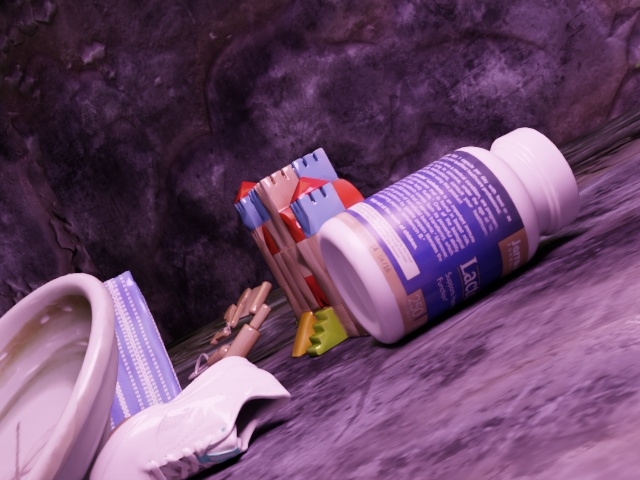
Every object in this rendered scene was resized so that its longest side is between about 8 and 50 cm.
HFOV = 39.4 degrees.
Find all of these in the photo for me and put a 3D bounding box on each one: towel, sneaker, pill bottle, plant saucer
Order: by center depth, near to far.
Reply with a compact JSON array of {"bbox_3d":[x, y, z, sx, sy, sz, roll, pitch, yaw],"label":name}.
[{"bbox_3d":[-0.119,0.190,0.837,0.094,0.080,0.212,19,48,43],"label":"sneaker"},{"bbox_3d":[-0.318,0.222,0.903,0.400,0.100,0.400,-34,32,25],"label":"plant saucer"},{"bbox_3d":[0.144,-0.012,0.992,0.265,0.153,0.153,-30,1,-12],"label":"pill bottle"},{"bbox_3d":[-0.350,0.187,1.084,0.336,0.243,0.040,-24,-39,-9],"label":"towel"}]

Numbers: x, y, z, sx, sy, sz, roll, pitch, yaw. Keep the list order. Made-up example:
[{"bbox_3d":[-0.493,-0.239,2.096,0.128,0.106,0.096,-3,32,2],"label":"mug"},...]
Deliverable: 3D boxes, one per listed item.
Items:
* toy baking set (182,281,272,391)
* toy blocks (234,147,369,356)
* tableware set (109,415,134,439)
[{"bbox_3d":[-0.151,0.176,1.404,0.256,0.030,0.197,-58,13,-8],"label":"toy baking set"},{"bbox_3d":[0.000,0.000,1.239,0.191,0.261,0.381,-29,2,-18],"label":"toy blocks"},{"bbox_3d":[-0.248,0.255,0.925,0.141,0.020,0.168,-29,24,41],"label":"tableware set"}]
